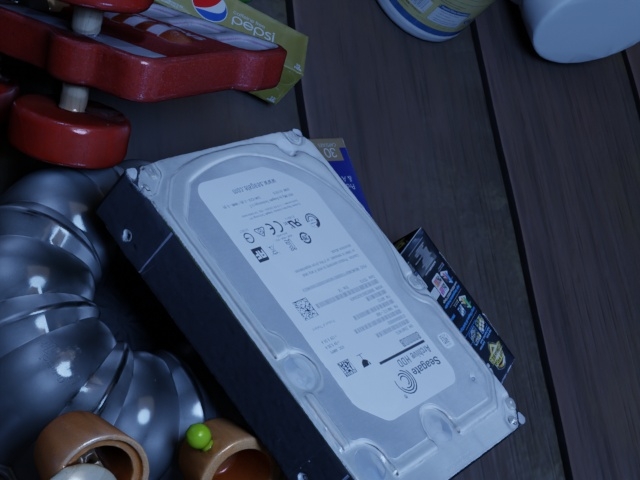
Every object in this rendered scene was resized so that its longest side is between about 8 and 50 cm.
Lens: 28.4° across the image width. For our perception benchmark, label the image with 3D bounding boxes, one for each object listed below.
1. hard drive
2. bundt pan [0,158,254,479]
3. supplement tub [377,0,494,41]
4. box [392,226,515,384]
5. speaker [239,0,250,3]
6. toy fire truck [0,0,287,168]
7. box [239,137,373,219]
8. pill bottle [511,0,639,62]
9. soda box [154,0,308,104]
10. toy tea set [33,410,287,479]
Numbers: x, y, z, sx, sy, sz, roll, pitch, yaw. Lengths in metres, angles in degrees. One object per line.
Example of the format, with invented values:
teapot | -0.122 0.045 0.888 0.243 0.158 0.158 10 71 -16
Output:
hard drive | 0.000 0.064 1.042 0.339 0.064 0.237 54 36 13
bundt pan | -0.162 0.065 1.076 0.331 0.124 0.330 19 53 -28
supplement tub | 0.169 -0.346 1.515 0.144 0.200 0.144 18 55 -27
box | 0.097 0.108 1.230 0.175 0.051 0.220 54 34 -9
speaker | -0.188 -0.351 1.307 0.297 0.131 0.131 20 54 -26
toy fire truck | -0.213 -0.185 1.127 0.302 0.169 0.254 21 19 25
box | 0.000 0.000 1.295 0.136 0.036 0.225 -6 69 -39
pill bottle | 0.313 -0.447 1.664 0.224 0.224 0.392 2 62 -35
soda box | -0.104 -0.213 1.306 0.181 0.061 0.058 24 51 -24
toy tea set | -0.073 0.233 0.967 0.336 0.200 0.124 11 14 -38
